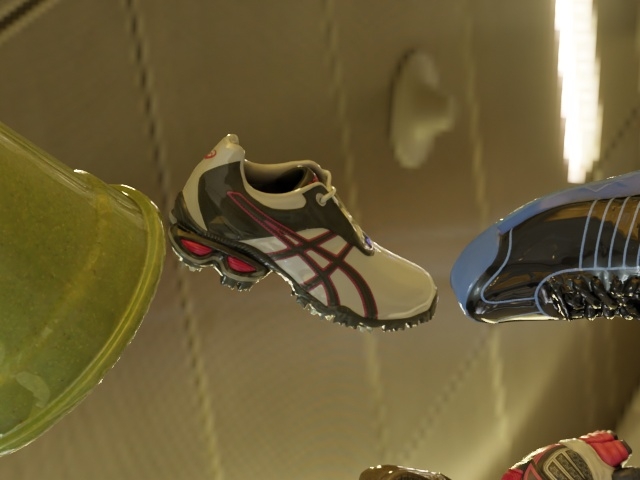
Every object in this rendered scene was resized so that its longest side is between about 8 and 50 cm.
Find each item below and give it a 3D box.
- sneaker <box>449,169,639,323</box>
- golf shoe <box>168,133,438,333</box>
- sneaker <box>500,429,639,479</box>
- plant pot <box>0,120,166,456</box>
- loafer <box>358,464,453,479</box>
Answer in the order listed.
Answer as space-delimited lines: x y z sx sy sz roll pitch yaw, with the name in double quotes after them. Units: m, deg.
0.193 0.014 1.207 0.081 0.232 0.090 52 -159 -45 "sneaker"
0.000 0.000 1.767 0.120 0.273 0.105 -63 24 20 "golf shoe"
0.236 0.319 1.693 0.121 0.112 0.299 156 100 -77 "sneaker"
-0.307 -0.005 1.544 0.254 0.276 0.276 44 -128 -33 "plant pot"
0.085 0.205 1.534 0.148 0.050 0.056 34 -93 -43 "loafer"
